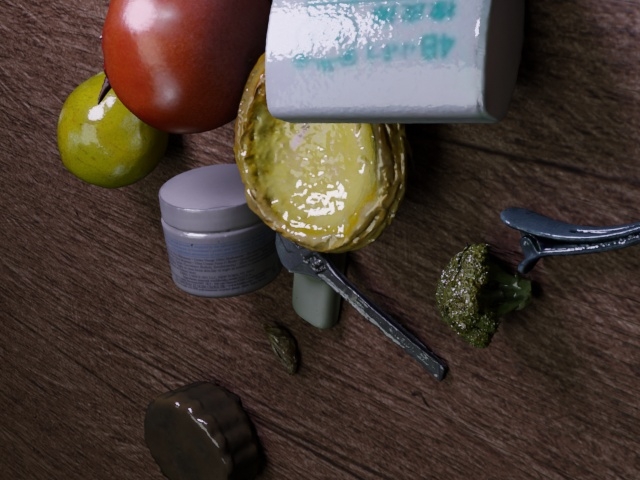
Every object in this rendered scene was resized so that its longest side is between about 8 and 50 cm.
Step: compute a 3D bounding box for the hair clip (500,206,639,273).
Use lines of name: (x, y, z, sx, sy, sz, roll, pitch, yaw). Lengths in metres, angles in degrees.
hair clip: (0.325, -0.015, 1.270, 0.275, 0.048, 0.083, -10, 100, 47)

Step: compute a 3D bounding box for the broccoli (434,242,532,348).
broccoli: (0.202, 0.067, 1.407, 0.120, 0.130, 0.131, -7, 74, 11)

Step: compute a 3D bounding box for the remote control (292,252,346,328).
remote control: (0.001, 0.000, 1.666, 0.090, 0.038, 0.310, 31, 132, 33)

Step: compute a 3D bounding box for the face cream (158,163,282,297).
face cream: (-0.150, -0.015, 1.726, 0.177, 0.177, 0.153, 23, 127, 42)

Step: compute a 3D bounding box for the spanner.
spanner: (0.054, 0.088, 1.622, 0.325, 0.026, 0.093, 42, 137, 13)

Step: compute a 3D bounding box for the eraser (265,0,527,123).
eraser: (0.082, -0.229, 1.302, 0.290, 0.104, 0.189, 3, 89, 32)

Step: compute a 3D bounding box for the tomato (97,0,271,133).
tomato: (-0.181, -0.274, 1.567, 0.224, 0.256, 0.256, 19, 124, 28)

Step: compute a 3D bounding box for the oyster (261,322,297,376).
oyster: (-0.060, 0.176, 1.858, 0.081, 0.038, 0.083, 46, 166, 39)

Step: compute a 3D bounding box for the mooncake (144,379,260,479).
mooncake: (-0.208, 0.363, 2.060, 0.228, 0.124, 0.228, 22, 124, 36)

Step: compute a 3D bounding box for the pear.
pear: (-0.338, -0.183, 1.865, 0.198, 0.198, 0.198, 27, 129, 39)

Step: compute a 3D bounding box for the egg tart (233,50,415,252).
egg tart: (0.016, -0.131, 1.483, 0.294, 0.123, 0.294, 7, 103, 35)
